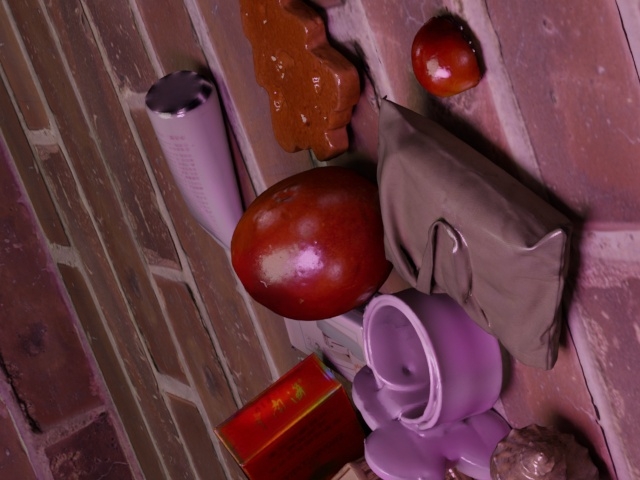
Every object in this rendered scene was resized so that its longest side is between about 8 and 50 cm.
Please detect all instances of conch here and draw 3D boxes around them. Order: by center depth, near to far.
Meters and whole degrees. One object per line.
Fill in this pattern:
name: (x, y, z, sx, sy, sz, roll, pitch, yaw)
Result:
conch: (0.286, 0.313, 1.687, 0.207, 0.130, 0.155, 76, 170, -57)

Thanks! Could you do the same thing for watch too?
watch: (0.145, 0.182, 1.790, 0.248, 0.211, 0.217, 55, 147, 39)

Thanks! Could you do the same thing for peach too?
peach: (0.138, -0.208, 1.552, 0.098, 0.061, 0.098, 52, 161, 27)
peach: (0.000, 0.000, 1.861, 0.199, 0.243, 0.243, 56, 160, -23)

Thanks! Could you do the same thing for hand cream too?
hand cream: (-0.197, -0.118, 2.285, 0.185, 0.118, 0.359, 36, 151, 40)

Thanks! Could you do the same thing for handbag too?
handbag: (0.174, -0.003, 1.625, 0.316, 0.109, 0.253, 38, 149, 35)

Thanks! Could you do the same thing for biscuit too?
biscuit: (-0.037, -0.257, 1.880, 0.306, 0.043, 0.284, 65, 157, 2)

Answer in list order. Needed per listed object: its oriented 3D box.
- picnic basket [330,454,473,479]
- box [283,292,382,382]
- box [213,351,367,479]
picnic basket: (0.122, 0.441, 2.097, 0.228, 0.175, 0.313, 58, 151, 15)
box: (0.034, 0.133, 2.076, 0.269, 0.079, 0.135, 26, 137, 54)
box: (-0.032, 0.329, 2.158, 0.089, 0.197, 0.313, 46, 168, 32)
